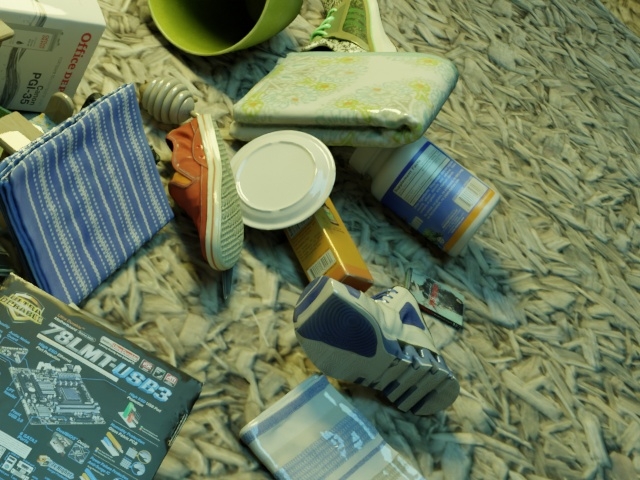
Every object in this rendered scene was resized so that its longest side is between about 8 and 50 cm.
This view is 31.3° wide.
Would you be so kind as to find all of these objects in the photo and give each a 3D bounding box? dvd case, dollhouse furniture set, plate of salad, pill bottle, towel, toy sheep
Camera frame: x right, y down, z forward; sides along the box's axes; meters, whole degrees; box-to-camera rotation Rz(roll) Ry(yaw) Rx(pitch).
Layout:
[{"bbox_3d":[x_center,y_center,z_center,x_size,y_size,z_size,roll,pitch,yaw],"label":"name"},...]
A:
[{"bbox_3d":[0.204,0.103,2.054,0.119,0.013,0.087,27,36,-9],"label":"dvd case"},{"bbox_3d":[-0.445,-0.179,1.657,0.242,0.161,0.212,39,36,6],"label":"dollhouse furniture set"},{"bbox_3d":[-0.070,-0.099,1.940,0.199,0.048,0.200,-7,59,12],"label":"plate of salad"},{"bbox_3d":[0.192,-0.106,2.167,0.272,0.152,0.152,38,36,5],"label":"pill bottle"},{"bbox_3d":[0.047,-0.264,2.142,0.374,0.090,0.320,3,30,18],"label":"towel"},{"bbox_3d":[-0.331,-0.061,1.658,0.040,0.243,0.336,-1,28,28],"label":"towel"},{"bbox_3d":[-0.265,-0.246,2.022,0.132,0.091,0.091,23,33,16],"label":"toy sheep"},{"bbox_3d":[0.036,0.328,1.647,0.285,0.034,0.209,45,38,13],"label":"towel"}]

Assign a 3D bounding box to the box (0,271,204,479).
[{"bbox_3d":[-0.333,0.224,1.395,0.295,0.073,0.293,31,47,-4],"label":"box"}]

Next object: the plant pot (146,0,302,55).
[{"bbox_3d":[-0.157,-0.502,2.284,0.275,0.275,0.293,44,21,13],"label":"plant pot"}]

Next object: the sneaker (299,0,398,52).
[{"bbox_3d":[0.037,-0.432,2.444,0.182,0.158,0.410,-3,42,-17],"label":"sneaker"}]

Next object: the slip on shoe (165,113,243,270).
[{"bbox_3d":[-0.193,-0.074,1.865,0.101,0.123,0.331,-19,48,4],"label":"slip on shoe"}]

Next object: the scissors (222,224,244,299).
[{"bbox_3d":[-0.160,-0.012,1.897,0.109,0.021,0.297,31,37,-8],"label":"scissors"}]

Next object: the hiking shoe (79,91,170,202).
[{"bbox_3d":[-0.325,-0.143,1.873,0.114,0.086,0.227,8,50,-47],"label":"hiking shoe"}]

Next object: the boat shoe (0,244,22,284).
[{"bbox_3d":[-0.491,0.055,1.503,0.070,0.078,0.219,48,36,20],"label":"boat shoe"}]

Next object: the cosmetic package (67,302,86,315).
[{"bbox_3d":[-0.319,0.146,1.550,0.115,0.060,0.041,43,38,9],"label":"cosmetic package"}]

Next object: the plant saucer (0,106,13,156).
[{"bbox_3d":[-0.500,-0.128,1.733,0.188,0.045,0.188,27,36,-10],"label":"plant saucer"}]

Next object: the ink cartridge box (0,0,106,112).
[{"bbox_3d":[-0.510,-0.320,1.806,0.283,0.207,0.117,1,48,-37],"label":"ink cartridge box"}]

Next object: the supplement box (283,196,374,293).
[{"bbox_3d":[0.000,0.000,1.947,0.078,0.080,0.233,18,37,-47],"label":"supplement box"}]

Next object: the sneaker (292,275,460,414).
[{"bbox_3d":[0.078,0.140,1.810,0.315,0.127,0.182,35,23,-31],"label":"sneaker"}]
